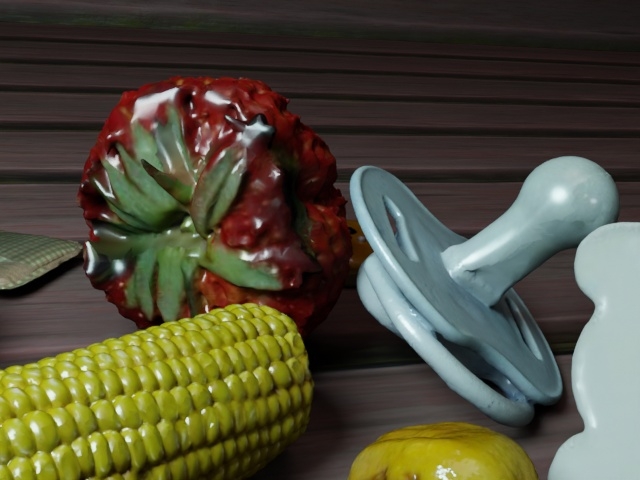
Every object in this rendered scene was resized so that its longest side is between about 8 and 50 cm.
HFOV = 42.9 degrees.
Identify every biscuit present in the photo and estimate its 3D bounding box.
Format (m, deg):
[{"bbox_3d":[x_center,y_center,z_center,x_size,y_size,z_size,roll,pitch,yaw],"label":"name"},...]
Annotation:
[{"bbox_3d":[0.000,-0.004,0.971,0.170,0.050,0.170,6,23,-3],"label":"biscuit"}]

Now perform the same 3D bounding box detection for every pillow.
[{"bbox_3d":[-0.376,0.009,0.876,0.211,0.034,0.135,13,26,19],"label":"pillow"}]

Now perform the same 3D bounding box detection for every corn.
[{"bbox_3d":[-0.149,0.134,0.507,0.387,0.144,0.144,-18,33,-41],"label":"corn"}]

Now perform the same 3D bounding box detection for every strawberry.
[{"bbox_3d":[-0.085,-0.026,0.754,0.261,0.261,0.257,14,22,18],"label":"strawberry"}]

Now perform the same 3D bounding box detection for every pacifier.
[{"bbox_3d":[0.157,0.019,0.698,0.287,0.226,0.238,35,23,-28],"label":"pacifier"}]

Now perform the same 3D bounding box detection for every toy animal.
[{"bbox_3d":[0.320,0.119,0.592,0.265,0.272,0.206,19,-14,-30],"label":"toy animal"}]

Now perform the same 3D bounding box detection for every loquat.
[{"bbox_3d":[0.073,0.170,0.517,0.137,0.113,0.137,-16,18,5],"label":"loquat"}]
